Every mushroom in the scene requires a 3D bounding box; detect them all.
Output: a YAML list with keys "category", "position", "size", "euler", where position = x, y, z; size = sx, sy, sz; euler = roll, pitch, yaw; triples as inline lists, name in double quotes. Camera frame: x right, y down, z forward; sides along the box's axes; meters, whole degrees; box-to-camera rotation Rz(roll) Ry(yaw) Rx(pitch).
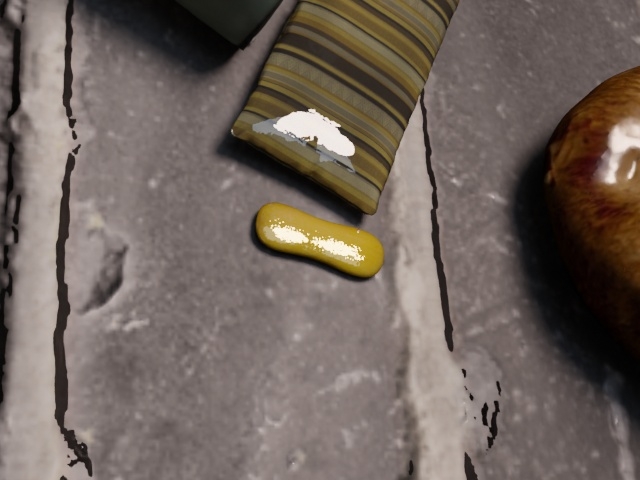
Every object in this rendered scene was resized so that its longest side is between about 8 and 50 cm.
- category: "mushroom"
  position: [0.304, -0.008, 0.726]
  size: [0.267, 0.254, 0.267]
  euler: [12, 74, -44]

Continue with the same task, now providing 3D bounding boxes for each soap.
- category: "soap"
  position: [0.000, 0.000, 0.696]
  size: [0.089, 0.012, 0.034]
  euler: [19, 63, -14]

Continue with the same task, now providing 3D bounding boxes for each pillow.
- category: "pillow"
  position: [0.022, -0.122, 0.742]
  size: [0.113, 0.038, 0.203]
  euler: [30, 62, -11]

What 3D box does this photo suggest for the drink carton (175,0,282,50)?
- category: "drink carton"
  position: [-0.078, -0.240, 0.671]
  size: [0.189, 0.185, 0.191]
  euler: [32, 59, -10]
